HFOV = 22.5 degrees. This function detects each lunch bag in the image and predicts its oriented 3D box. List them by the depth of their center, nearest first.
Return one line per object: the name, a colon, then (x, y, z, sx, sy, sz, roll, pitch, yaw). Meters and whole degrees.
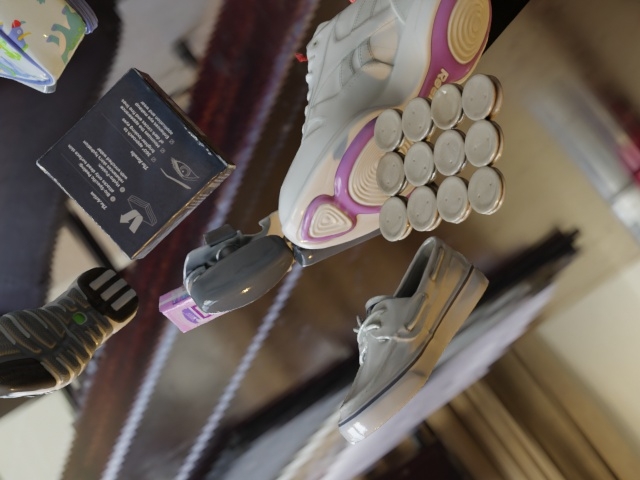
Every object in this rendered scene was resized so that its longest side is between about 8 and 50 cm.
lunch bag: (-0.298, -0.206, 1.312, 0.176, 0.219, 0.090, 46, 68, -42)

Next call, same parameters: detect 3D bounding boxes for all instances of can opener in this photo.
can opener: (0.000, 0.000, 1.574, 0.283, 0.095, 0.076, -23, 131, -14)

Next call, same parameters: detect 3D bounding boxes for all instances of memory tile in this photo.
memory tile: (0.094, -0.065, 1.278, 0.012, 0.113, 0.148, 4, 167, -37)

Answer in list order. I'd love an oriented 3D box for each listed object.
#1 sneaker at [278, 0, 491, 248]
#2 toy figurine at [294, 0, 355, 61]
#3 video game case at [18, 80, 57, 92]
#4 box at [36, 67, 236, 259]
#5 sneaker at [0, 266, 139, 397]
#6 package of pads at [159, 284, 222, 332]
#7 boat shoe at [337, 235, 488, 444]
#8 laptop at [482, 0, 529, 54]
sneaker: (0.037, -0.122, 1.460, 0.305, 0.152, 0.114, -58, 136, -21)
toy figurine: (0.122, -0.354, 1.897, 0.191, 0.217, 0.362, 21, 131, -34)
video game case: (-0.376, -0.288, 1.929, 0.022, 0.190, 0.173, -14, 123, -54)
box: (-0.208, -0.086, 1.835, 0.158, 0.156, 0.093, -44, 178, 4)
sneaker: (-0.268, 0.118, 1.518, 0.132, 0.086, 0.228, -47, 172, 33)
package of pads: (-0.139, 0.071, 1.853, 0.083, 0.032, 0.050, -25, 138, 18)
boat shoe: (0.079, 0.094, 1.633, 0.267, 0.088, 0.096, -50, -173, -36)
laptop: (0.102, -0.340, 1.640, 0.234, 0.264, 0.136, -49, 159, -14)
